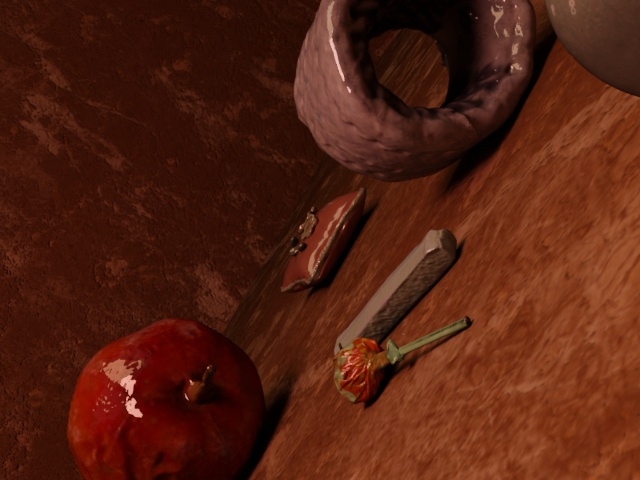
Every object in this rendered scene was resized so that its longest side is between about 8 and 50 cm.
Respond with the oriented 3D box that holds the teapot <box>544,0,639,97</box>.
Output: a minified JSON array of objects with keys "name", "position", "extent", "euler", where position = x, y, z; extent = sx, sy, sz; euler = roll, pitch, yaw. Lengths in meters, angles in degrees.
[{"name":"teapot","position":[0.196,-0.151,0.435],"extent":[0.193,0.129,0.294],"euler":[-52,6,42]}]

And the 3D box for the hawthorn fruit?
[{"name":"hawthorn fruit","position":[-0.166,0.199,1.114],"extent":[0.271,0.242,0.242],"euler":[-46,12,47]}]

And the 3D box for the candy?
[{"name":"candy","position":[0.062,0.087,0.737],"extent":[0.185,0.049,0.055],"euler":[-37,50,56]}]

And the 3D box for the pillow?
[{"name":"pillow","position":[0.000,0.000,1.438],"extent":[0.171,0.075,0.179],"euler":[-59,7,-15]}]

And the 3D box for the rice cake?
[{"name":"rice cake","position":[0.066,0.053,0.858],"extent":[0.180,0.030,0.042],"euler":[-53,13,39]}]

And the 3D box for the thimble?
[{"name":"thimble","position":[0.094,-0.184,0.962],"extent":[0.245,0.217,0.157],"euler":[-52,5,-21]}]
